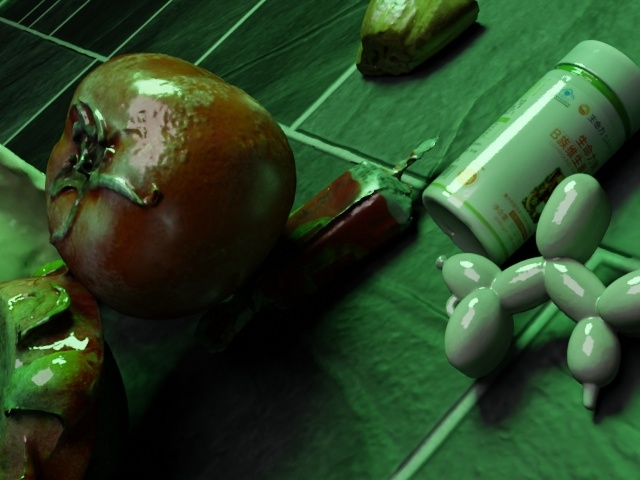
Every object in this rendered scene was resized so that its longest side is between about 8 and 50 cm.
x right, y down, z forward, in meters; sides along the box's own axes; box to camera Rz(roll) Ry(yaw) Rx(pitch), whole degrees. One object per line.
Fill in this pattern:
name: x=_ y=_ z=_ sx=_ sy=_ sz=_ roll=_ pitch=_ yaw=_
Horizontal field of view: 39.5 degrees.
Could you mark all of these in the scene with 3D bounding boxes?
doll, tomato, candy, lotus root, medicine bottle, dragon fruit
doll: x=0.155 y=0.038 z=0.615 sx=0.160 sy=0.059 sz=0.161 roll=-44 pitch=52 yaw=8
tomato: x=-0.125 y=-0.042 z=0.765 sx=0.232 sy=0.188 sz=0.232 roll=-12 pitch=75 yaw=50
candy: x=0.000 y=0.000 z=0.821 sx=0.292 sy=0.059 sz=0.086 roll=-37 pitch=30 yaw=2
lotus root: x=0.095 y=-0.257 z=1.009 sx=0.135 sy=0.095 sz=0.159 roll=-52 pitch=30 yaw=-13
medicine bottle: x=0.173 y=-0.068 z=0.713 sx=0.183 sy=0.086 sz=0.086 roll=-44 pitch=34 yaw=-6
dragon fruit: x=-0.261 y=0.146 z=0.785 sx=0.295 sy=0.130 sz=0.268 roll=-2 pitch=81 yaw=52

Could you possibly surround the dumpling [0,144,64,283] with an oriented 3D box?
dumpling: x=-0.449 y=0.008 z=1.010 sx=0.395 sy=0.315 sz=0.233 roll=-15 pitch=32 yaw=19
